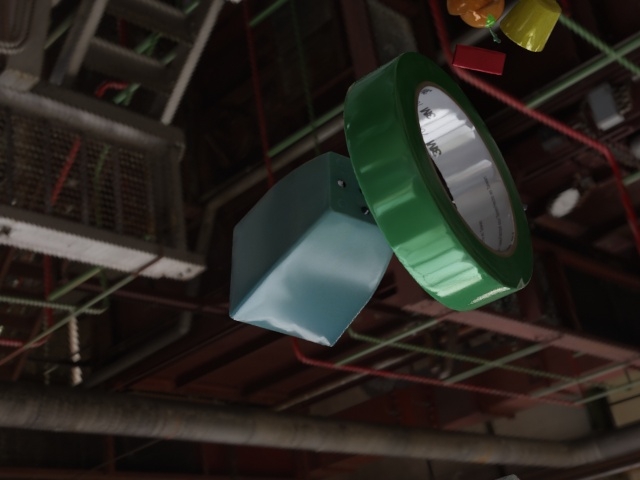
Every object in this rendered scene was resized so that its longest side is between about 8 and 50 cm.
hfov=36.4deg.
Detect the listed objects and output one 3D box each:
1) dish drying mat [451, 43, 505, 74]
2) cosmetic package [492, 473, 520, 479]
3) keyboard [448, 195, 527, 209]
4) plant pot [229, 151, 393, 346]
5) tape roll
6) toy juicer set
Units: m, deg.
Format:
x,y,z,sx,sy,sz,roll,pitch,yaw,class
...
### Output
x,y,z,sx,sy,sz,roll,pitch,yaw,class
0.228,-0.261,1.404,0.083,0.008,0.032,6,-81,-24,dish drying mat
0.164,0.578,1.476,0.161,0.230,0.453,49,-125,1,cosmetic package
0.337,-0.070,2.009,0.180,0.108,0.023,17,-118,-44,keyboard
0.000,0.000,1.331,0.166,0.234,0.165,18,-133,-22,plant pot
0.151,-0.073,1.203,0.321,0.077,0.321,42,-146,-37,tape roll
0.160,-0.375,1.326,0.209,0.089,0.329,-7,-129,-42,toy juicer set
